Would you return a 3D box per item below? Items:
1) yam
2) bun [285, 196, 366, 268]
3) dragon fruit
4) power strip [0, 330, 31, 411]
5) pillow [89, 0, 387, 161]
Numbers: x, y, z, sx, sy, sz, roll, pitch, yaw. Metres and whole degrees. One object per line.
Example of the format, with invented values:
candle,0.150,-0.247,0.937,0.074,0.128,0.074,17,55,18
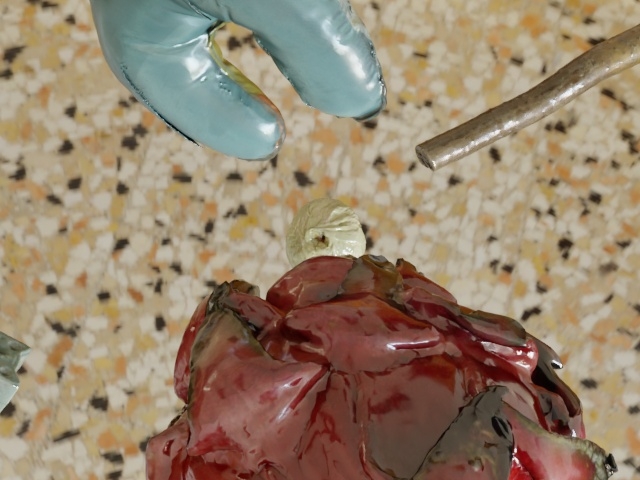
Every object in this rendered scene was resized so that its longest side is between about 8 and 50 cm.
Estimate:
yam,0.257,-0.167,1.443,0.326,0.045,0.045,-28,80,-12
bun,0.000,0.000,1.630,0.115,0.069,0.115,-4,82,27
dragon fruit,0.018,0.127,0.606,0.233,0.293,0.234,1,107,4
power strip,-0.261,0.057,0.816,0.145,0.061,0.216,31,32,-20
pillow,-0.073,-0.149,0.925,0.214,0.233,0.086,51,49,-17
